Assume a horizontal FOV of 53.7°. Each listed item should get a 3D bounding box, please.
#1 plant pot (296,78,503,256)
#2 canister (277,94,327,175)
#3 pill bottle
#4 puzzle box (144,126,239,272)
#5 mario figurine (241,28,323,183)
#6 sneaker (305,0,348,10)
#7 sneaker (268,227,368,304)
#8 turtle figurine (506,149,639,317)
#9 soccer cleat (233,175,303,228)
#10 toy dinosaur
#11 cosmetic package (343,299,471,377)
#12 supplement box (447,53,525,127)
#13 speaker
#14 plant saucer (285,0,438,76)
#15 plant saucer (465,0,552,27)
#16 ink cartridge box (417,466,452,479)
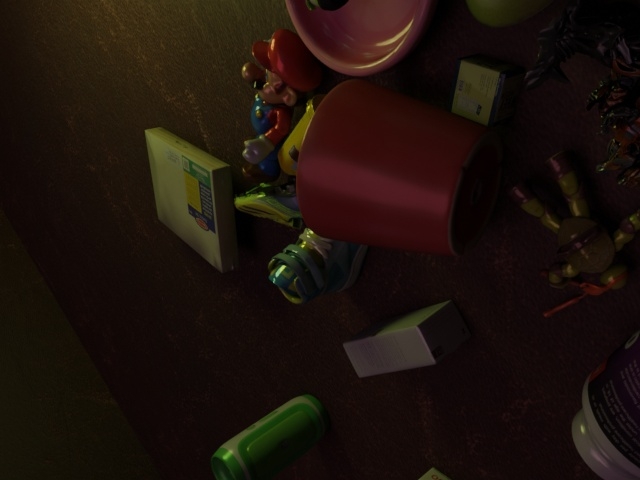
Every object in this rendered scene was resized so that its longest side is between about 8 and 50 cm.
[{"bbox_3d":[0.137,-0.101,0.996,0.243,0.275,0.275,18,123,31],"label":"plant pot"},{"bbox_3d":[0.005,-0.192,1.187,0.170,0.126,0.073,-45,55,52],"label":"canister"},{"bbox_3d":[0.467,0.192,0.811,0.181,0.181,0.323,46,138,22],"label":"pill bottle"},{"bbox_3d":[-0.337,-0.115,1.634,0.409,0.052,0.272,32,131,47],"label":"puzzle box"},{"bbox_3d":[-0.117,-0.273,1.252,0.198,0.170,0.321,47,140,24],"label":"mario figurine"},{"bbox_3d":[-0.005,-0.463,0.949,0.097,0.084,0.235,32,131,37],"label":"sneaker"},{"bbox_3d":[0.000,0.000,1.228,0.127,0.208,0.319,36,132,33],"label":"sneaker"},{"bbox_3d":[0.362,-0.004,0.903,0.217,0.087,0.269,56,141,12],"label":"turtle figurine"},{"bbox_3d":[-0.097,-0.072,1.398,0.289,0.093,0.121,-1,120,52],"label":"soccer cleat"},{"bbox_3d":[0.383,-0.226,0.751,0.218,0.164,0.322,22,108,24],"label":"toy dinosaur"},{"bbox_3d":[0.161,0.193,1.220,0.231,0.117,0.086,-29,88,51],"label":"cosmetic package"},{"bbox_3d":[0.246,-0.225,0.943,0.083,0.056,0.083,32,131,35],"label":"supplement box"},{"bbox_3d":[-0.119,0.500,1.563,0.131,0.296,0.131,26,128,39],"label":"speaker"},{"bbox_3d":[0.070,-0.437,1.012,0.332,0.084,0.332,27,129,39],"label":"plant saucer"},{"bbox_3d":[0.248,-0.382,0.767,0.241,0.037,0.241,-36,47,51],"label":"plant saucer"},{"bbox_3d":[0.221,0.584,1.278,0.158,0.217,0.092,26,122,39],"label":"ink cartridge box"}]
